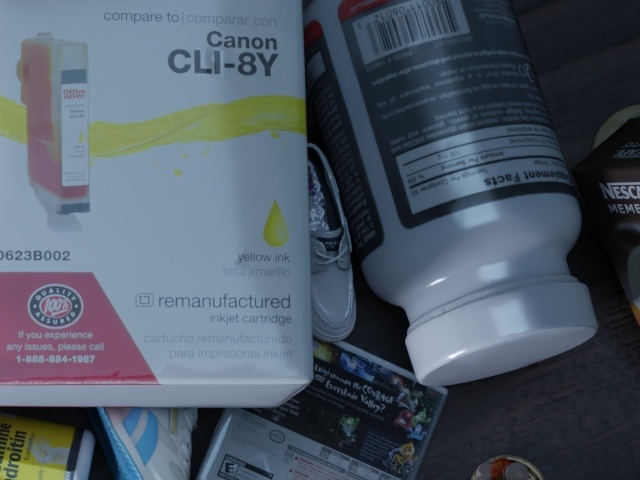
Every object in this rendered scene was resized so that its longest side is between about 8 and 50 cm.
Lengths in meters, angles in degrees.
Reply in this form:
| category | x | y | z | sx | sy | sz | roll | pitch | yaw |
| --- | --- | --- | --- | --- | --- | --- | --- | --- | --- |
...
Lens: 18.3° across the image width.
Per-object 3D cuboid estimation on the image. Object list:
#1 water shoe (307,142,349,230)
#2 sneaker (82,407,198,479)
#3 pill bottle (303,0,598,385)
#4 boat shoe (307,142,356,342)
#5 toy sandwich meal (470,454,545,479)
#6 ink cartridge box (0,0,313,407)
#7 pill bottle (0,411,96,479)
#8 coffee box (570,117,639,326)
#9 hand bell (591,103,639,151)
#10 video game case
| category | x | y | z | sx | sy | sz | roll | pitch | yaw |
| --- | --- | --- | --- | --- | --- | --- | --- | --- | --- |
| water shoe | -0.014 | -0.017 | 1.881 | 0.080 | 0.073 | 0.203 | 5 | 82 | -13 |
| sneaker | -0.146 | 0.172 | 1.766 | 0.092 | 0.087 | 0.229 | -14 | 57 | -20 |
| pill bottle | 0.118 | -0.063 | 1.835 | 0.210 | 0.210 | 0.363 | -13 | 76 | -12 |
| boat shoe | 0.000 | 0.000 | 1.809 | 0.066 | 0.063 | 0.184 | -4 | 82 | -20 |
| toy sandwich meal | 0.178 | 0.239 | 1.846 | 0.085 | 0.029 | 0.086 | 2 | 73 | -7 |
| ink cartridge box | -0.157 | -0.057 | 1.700 | 0.279 | 0.160 | 0.385 | 1 | 78 | -11 |
| pill bottle | -0.296 | 0.201 | 1.753 | 0.184 | 0.103 | 0.103 | 11 | 72 | -5 |
| coffee box | 0.348 | 0.015 | 1.818 | 0.098 | 0.141 | 0.246 | -38 | 111 | -31 |
| hand bell | 0.347 | -0.111 | 1.863 | 0.126 | 0.242 | 0.126 | 2 | 73 | -8 |
| video game case | 0.003 | 0.178 | 1.821 | 0.190 | 0.022 | 0.173 | 25 | 77 | -11 |
